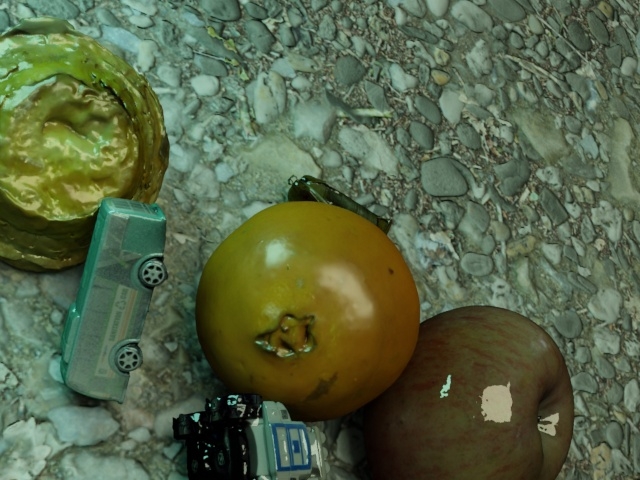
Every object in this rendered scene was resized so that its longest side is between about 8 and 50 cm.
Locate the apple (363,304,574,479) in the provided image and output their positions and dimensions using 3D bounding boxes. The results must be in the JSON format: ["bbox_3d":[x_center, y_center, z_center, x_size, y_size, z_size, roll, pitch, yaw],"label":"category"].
[{"bbox_3d":[0.232,0.258,1.454,0.345,0.269,0.344,18,61,-36],"label":"apple"}]

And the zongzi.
[{"bbox_3d":[0.000,0.000,1.574,0.187,0.084,0.184,32,63,-7],"label":"zongzi"}]

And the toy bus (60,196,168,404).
[{"bbox_3d":[-0.262,0.077,1.272,0.109,0.091,0.261,13,101,-22],"label":"toy bus"}]

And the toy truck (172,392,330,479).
[{"bbox_3d":[-0.083,0.290,1.286,0.177,0.213,0.161,6,65,-35],"label":"toy truck"}]

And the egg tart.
[{"bbox_3d":[-0.348,-0.117,1.293,0.341,0.129,0.341,-3,98,-23],"label":"egg tart"}]

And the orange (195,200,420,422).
[{"bbox_3d":[-0.018,0.097,1.367,0.312,0.312,0.312,14,60,-27],"label":"orange"}]
